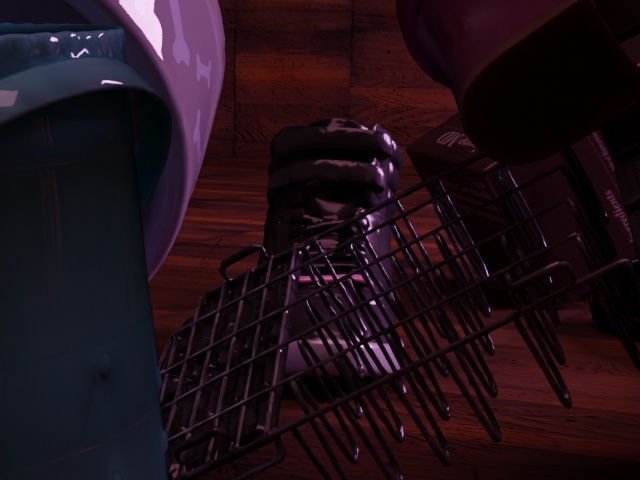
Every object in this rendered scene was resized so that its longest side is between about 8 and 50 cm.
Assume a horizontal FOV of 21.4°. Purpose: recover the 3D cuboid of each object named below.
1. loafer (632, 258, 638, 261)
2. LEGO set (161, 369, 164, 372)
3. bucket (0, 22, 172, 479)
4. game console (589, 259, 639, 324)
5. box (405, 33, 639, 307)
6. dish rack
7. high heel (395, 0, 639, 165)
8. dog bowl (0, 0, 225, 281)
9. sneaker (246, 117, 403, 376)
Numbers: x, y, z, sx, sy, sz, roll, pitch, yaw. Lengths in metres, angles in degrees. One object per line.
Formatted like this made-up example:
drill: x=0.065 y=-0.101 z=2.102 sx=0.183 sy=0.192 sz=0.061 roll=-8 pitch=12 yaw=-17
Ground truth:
loafer: x=0.331 y=-0.012 z=1.459 sx=0.095 sy=0.109 sz=0.302 roll=3 pitch=1 yaw=-31
LEGO set: x=-0.179 y=0.049 z=0.824 sx=0.227 sy=0.087 sz=0.093 roll=-1 pitch=6 yaw=-6
bucket: x=-0.183 y=0.016 z=0.600 sx=0.281 sy=0.183 sz=0.281 roll=-1 pitch=9 yaw=0
game console: x=0.377 y=-0.005 z=1.200 sx=0.361 sy=0.044 sz=0.213 roll=-14 pitch=-2 yaw=-29
box: x=0.279 y=-0.117 z=1.385 sx=0.381 sy=0.143 sz=0.191 roll=-36 pitch=17 yaw=-9
dish rack: x=0.048 y=0.032 z=0.732 sx=0.271 sy=0.074 sz=0.208 roll=-26 pitch=19 yaw=14
high heel: x=0.199 y=-0.182 z=0.738 sx=0.377 sy=0.127 sz=0.181 roll=-27 pitch=32 yaw=9
dog bowl: x=-0.220 y=-0.065 z=0.865 sx=0.348 sy=0.349 sz=0.102 roll=0 pitch=42 yaw=-8
sneaker: x=0.000 y=0.000 z=1.044 sx=0.104 sy=0.147 sz=0.296 roll=3 pitch=7 yaw=1
